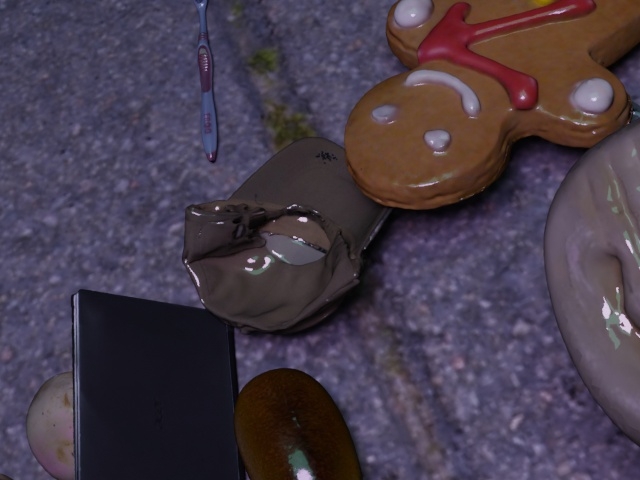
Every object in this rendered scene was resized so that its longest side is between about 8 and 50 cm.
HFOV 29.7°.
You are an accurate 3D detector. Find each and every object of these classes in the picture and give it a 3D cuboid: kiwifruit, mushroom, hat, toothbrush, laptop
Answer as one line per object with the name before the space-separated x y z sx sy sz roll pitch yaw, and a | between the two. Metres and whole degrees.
kiwifruit | -0.016 0.142 0.820 0.075 0.075 0.124 -24 56 0
mushroom | -0.170 0.133 0.862 0.084 0.067 0.083 4 99 28
hat | 0.000 0.000 0.902 0.147 0.085 0.175 25 48 29
toothbrush | -0.098 -0.149 1.024 0.013 0.019 0.193 -11 62 7
laptop | -0.111 0.123 0.839 0.129 0.016 0.180 12 55 -30

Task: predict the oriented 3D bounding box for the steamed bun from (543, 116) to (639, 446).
steamed bun | 0.353 0.029 0.688 0.368 0.255 0.342 -36 68 23

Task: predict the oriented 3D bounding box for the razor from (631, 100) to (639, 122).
razor | 0.220 -0.103 0.912 0.211 0.036 0.084 33 76 27

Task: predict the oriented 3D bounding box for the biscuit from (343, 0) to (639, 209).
biscuit | 0.150 -0.150 0.905 0.340 0.047 0.216 -40 53 -17

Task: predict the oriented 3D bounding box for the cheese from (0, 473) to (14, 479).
cheese | -0.228 0.247 0.739 0.117 0.218 0.235 -14 38 -1
